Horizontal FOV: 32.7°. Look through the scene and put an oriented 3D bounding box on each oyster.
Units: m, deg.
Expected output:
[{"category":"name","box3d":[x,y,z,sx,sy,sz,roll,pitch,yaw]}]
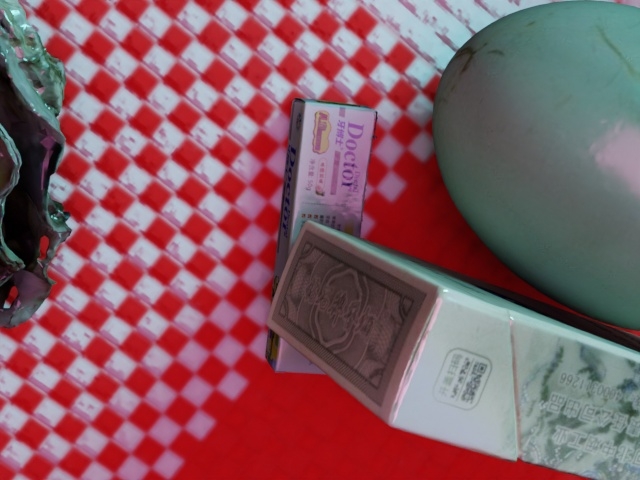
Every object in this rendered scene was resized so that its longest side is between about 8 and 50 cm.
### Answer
[{"category":"oyster","box3d":[-0.220,-0.071,0.552,0.198,0.112,0.267,5,112,3]}]

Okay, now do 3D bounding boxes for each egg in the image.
[{"category":"egg","box3d":[0.169,-0.041,0.609,0.231,0.168,0.168,29,93,-11]}]

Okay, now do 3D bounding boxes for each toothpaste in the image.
[{"category":"toothpaste","box3d":[0.000,0.000,0.648,0.046,0.034,0.164,4,99,-14]}]

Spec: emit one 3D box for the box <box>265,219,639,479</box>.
[{"category":"box","box3d":[0.118,0.072,0.598,0.256,0.164,0.069,19,94,-25]}]
